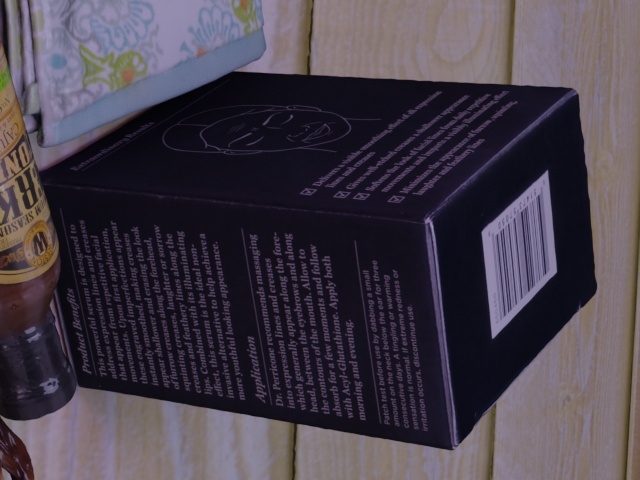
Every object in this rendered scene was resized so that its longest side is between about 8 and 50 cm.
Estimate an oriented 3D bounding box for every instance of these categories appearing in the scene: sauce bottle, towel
[{"bbox_3d":[-0.267,-0.018,1.438,0.111,0.111,0.344,-47,133,-46],"label":"sauce bottle"},{"bbox_3d":[-0.177,-0.274,1.570,0.374,0.090,0.320,-31,122,-54],"label":"towel"}]

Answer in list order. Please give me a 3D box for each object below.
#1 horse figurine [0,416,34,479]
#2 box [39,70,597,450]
[{"bbox_3d":[-0.293,0.259,1.482,0.174,0.066,0.263,48,57,-44],"label":"horse figurine"},{"bbox_3d":[0.000,0.000,1.608,0.293,0.395,0.212,-39,128,-50],"label":"box"}]
